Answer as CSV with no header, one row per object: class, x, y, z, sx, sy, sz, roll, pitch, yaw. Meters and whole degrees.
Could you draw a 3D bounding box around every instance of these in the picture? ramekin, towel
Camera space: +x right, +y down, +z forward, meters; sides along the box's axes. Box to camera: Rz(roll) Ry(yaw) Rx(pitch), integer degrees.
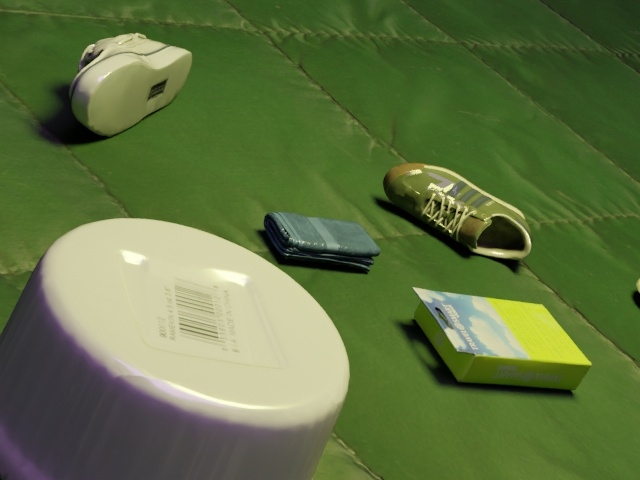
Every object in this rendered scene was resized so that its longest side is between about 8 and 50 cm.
ramekin,-0.112,0.102,1.051,0.277,0.135,0.277,21,27,-11
towel,0.000,0.000,1.461,0.119,0.029,0.067,6,33,-34

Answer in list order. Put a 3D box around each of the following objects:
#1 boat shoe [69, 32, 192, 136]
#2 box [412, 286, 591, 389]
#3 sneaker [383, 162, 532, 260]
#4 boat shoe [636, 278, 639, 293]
boat shoe,-0.227,-0.179,1.530,0.084,0.095,0.258,26,15,9
box,0.179,0.102,1.422,0.178,0.042,0.109,8,31,-33
sneaker,0.169,-0.030,1.626,0.192,0.064,0.086,21,21,-17
boat shoe,0.559,0.099,1.694,0.340,0.113,0.127,29,27,6
